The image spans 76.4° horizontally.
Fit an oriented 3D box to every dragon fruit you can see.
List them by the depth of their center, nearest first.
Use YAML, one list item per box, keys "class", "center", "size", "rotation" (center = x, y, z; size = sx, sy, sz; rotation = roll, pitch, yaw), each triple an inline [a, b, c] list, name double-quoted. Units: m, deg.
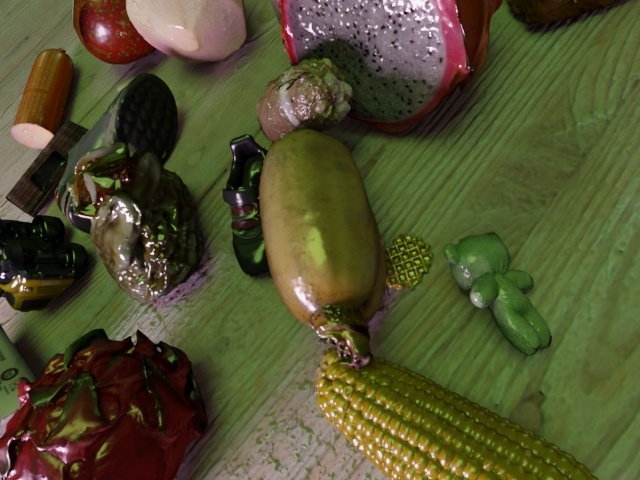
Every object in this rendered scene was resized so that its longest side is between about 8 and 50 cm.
- class: "dragon fruit"
  center: [-0.247, 0.256, 0.503]
  size: [0.234, 0.234, 0.293]
  rotation: [-29, 90, 7]
- class: "dragon fruit"
  center: [0.115, -0.337, 0.589]
  size: [0.305, 0.305, 0.226]
  rotation: [20, 61, 28]

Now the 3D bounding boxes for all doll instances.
- class: "doll"
  center: [0.202, 0.062, 0.473]
  size: [0.115, 0.077, 0.150]
  rotation: [-8, 58, -33]
- class: "doll"
  center: [-0.038, -0.202, 0.626]
  size: [0.221, 0.115, 0.105]
  rotation: [173, 104, -66]

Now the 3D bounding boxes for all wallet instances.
- class: "wallet"
  center: [-0.612, -0.168, 0.925]
  size: [0.124, 0.042, 0.230]
  rotation: [24, 75, 32]

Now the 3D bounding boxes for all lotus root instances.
- class: "lotus root"
  center: [0.000, 0.000, 0.519]
  size: [0.151, 0.169, 0.342]
  rotation: [-18, 55, 13]

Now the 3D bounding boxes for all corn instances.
- class: "corn"
  center: [0.122, 0.211, 0.409]
  size: [0.322, 0.119, 0.119]
  rotation: [20, 75, 33]

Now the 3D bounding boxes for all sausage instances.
- class: "sausage"
  center: [-0.689, -0.378, 1.028]
  size: [0.093, 0.093, 0.312]
  rotation: [-15, 61, 15]

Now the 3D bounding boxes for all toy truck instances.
- class: "toy truck"
  center: [-0.554, 0.050, 0.754]
  size: [0.224, 0.147, 0.165]
  rotation: [32, 104, 28]

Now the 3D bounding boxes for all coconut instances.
- class: "coconut"
  center: [-0.267, -0.491, 0.834]
  size: [0.233, 0.233, 0.245]
  rotation: [-17, 61, 13]

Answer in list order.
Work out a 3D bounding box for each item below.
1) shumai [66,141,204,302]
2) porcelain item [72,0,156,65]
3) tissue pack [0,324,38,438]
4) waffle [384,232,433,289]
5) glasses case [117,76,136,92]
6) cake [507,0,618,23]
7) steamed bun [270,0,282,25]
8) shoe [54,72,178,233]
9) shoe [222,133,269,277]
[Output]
- class: "shumai"
  center: [-0.308, -0.040, 0.647]
  size: [0.189, 0.218, 0.256]
  rotation: [-29, 59, -4]
- class: "porcelain item"
  center: [-0.451, -0.531, 0.963]
  size: [0.253, 0.253, 0.253]
  rotation: [-9, 63, 18]
- class: "tissue pack"
  center: [-0.543, 0.263, 0.651]
  size: [0.229, 0.145, 0.159]
  rotation: [29, 47, 29]
- class: "waffle"
  center: [0.112, 0.027, 0.559]
  size: [0.078, 0.016, 0.085]
  rotation: [39, 85, 28]
- class: "glasses case"
  center: [-0.447, -0.370, 0.967]
  size: [0.083, 0.021, 0.032]
  rotation: [-7, 63, 19]
- class: "cake"
  center: [0.365, -0.483, 0.542]
  size: [0.199, 0.293, 0.196]
  rotation: [-13, 61, 11]
- class: "steamed bun"
  center: [0.028, -0.528, 0.710]
  size: [0.272, 0.290, 0.273]
  rotation: [2, 85, 16]
- class: "shoe"
  center: [-0.418, -0.178, 0.815]
  size: [0.171, 0.132, 0.336]
  rotation: [13, 74, 36]
- class: "shoe"
  center: [-0.109, -0.061, 0.632]
  size: [0.099, 0.112, 0.227]
  rotation: [-9, 61, 16]
